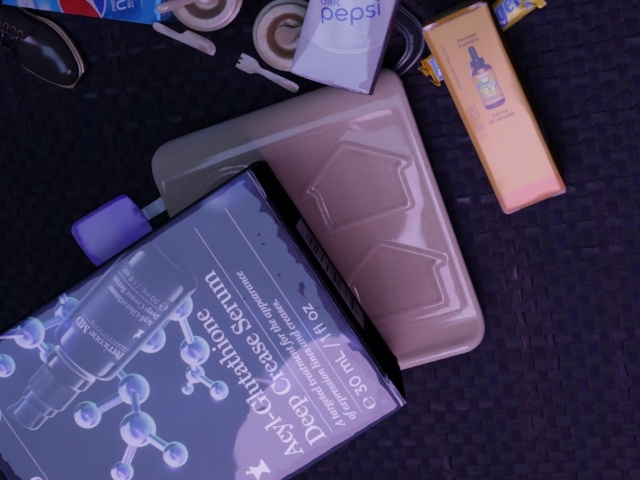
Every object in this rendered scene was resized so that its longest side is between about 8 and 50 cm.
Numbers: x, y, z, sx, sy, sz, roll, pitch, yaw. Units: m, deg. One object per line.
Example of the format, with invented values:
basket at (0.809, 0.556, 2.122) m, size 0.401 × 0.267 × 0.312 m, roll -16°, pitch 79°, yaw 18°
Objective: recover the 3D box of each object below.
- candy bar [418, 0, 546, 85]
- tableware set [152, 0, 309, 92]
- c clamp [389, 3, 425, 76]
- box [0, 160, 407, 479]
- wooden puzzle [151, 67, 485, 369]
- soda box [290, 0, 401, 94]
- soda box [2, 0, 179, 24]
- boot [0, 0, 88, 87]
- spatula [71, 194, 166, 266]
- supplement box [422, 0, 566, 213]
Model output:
candy bar at (0.181, -0.235, 1.257) m, size 0.161 × 0.018 × 0.040 m, roll -37°, pitch 94°, yaw 23°
tableware set at (-0.084, -0.258, 1.269) m, size 0.194 × 0.039 × 0.128 m, roll 24°, pitch 108°, yaw -8°
c clamp at (0.037, -0.238, 1.300) m, size 0.160 × 0.022 × 0.137 m, roll 35°, pitch 109°, yaw 5°
box at (-0.151, 0.140, 1.221) m, size 0.395 × 0.212 × 0.293 m, roll -34°, pitch 95°, yaw 5°
wooden puzzle at (0.000, 0.000, 1.346) m, size 0.322 × 0.080 × 0.348 m, roll -17°, pitch 99°, yaw 15°
soda box at (0.052, -0.304, 1.191) m, size 0.091 × 0.098 × 0.286 m, roll 17°, pitch 98°, yaw 4°
soda box at (-0.275, -0.308, 1.339) m, size 0.210 × 0.071 × 0.067 m, roll 9°, pitch 110°, yaw 13°
boot at (-0.395, -0.248, 1.359) m, size 0.198 × 0.137 × 0.077 m, roll 37°, pitch 114°, yaw 2°
spatula at (-0.188, -0.055, 1.418) m, size 0.296 × 0.030 × 0.084 m, roll -30°, pitch 98°, yaw 22°
supplement box at (0.196, -0.153, 1.235) m, size 0.078 × 0.080 × 0.233 m, roll -21°, pitch 108°, yaw 19°
